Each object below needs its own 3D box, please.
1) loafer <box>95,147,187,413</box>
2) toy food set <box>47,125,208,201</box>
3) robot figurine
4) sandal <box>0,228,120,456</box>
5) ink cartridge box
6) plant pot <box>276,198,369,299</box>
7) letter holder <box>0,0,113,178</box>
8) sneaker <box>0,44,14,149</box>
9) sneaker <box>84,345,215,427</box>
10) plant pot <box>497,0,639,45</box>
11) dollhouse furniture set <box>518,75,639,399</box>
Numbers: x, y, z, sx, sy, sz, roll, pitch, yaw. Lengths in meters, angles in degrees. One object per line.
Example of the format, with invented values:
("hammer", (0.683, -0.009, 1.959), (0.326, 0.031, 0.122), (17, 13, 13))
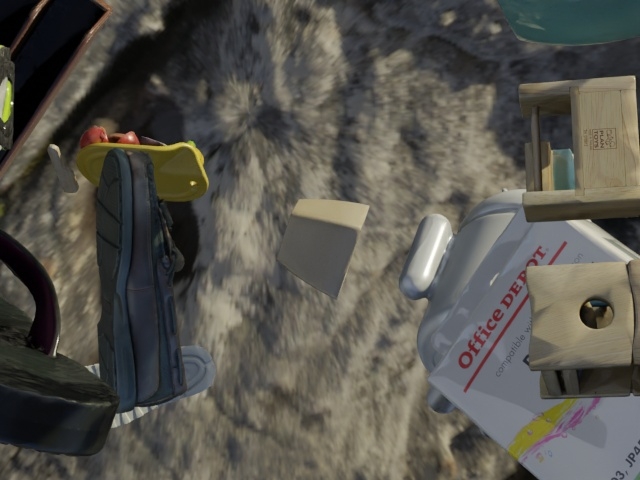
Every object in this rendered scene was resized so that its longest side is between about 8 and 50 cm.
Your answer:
("loafer", (-0.170, 0.037, 1.292), (0.084, 0.096, 0.268), (-5, 111, -24))
("toy food set", (-0.246, -0.114, 1.746), (0.217, 0.128, 0.071), (5, 61, 14))
("robot figurine", (0.246, 0.076, 1.682), (0.300, 0.200, 0.353), (28, 51, -4))
("sandal", (-0.265, 0.047, 1.029), (0.167, 0.445, 0.107), (16, 93, -35))
("ink cartridge box", (0.243, 0.112, 1.191), (0.353, 0.119, 0.207), (39, 103, 33))
("plant pot", (0.000, 0.000, 1.788), (0.096, 0.109, 0.109), (19, 109, 3))
("letter holder", (-0.421, -0.189, 1.672), (0.152, 0.214, 0.302), (34, 114, -12))
("sneaker", (-0.330, -0.097, 1.081), (0.121, 0.300, 0.111), (-3, 100, -1))
("sneaker", (-0.263, 0.200, 1.835), (0.235, 0.095, 0.090), (-10, 94, -13))
("plant pot", (0.247, -0.307, 1.177), (0.235, 0.293, 0.293), (-24, 96, 14))
("dollhouse furniture set", (0.202, 0.002, 0.870), (0.129, 0.129, 0.184), (-3, 74, 12))
